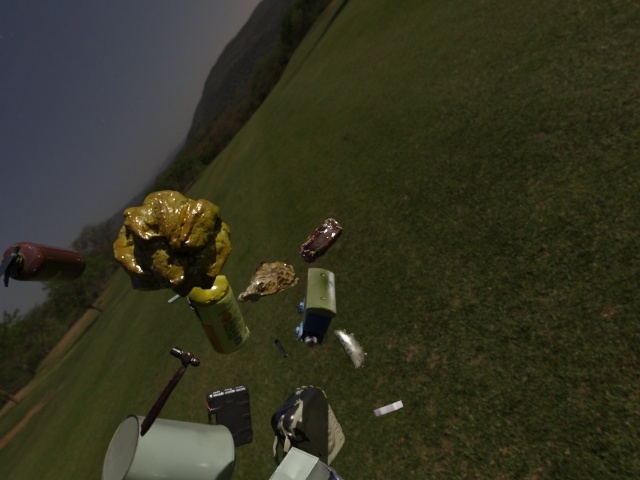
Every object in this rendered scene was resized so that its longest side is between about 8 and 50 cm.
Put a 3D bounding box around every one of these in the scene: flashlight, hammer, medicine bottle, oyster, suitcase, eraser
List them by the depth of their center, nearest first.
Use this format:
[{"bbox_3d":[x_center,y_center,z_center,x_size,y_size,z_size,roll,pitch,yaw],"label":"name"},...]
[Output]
[{"bbox_3d":[-0.306,0.298,0.827,0.178,0.065,0.021,-60,-13,-7],"label":"hammer"},{"bbox_3d":[-0.289,0.205,1.189,0.124,0.238,0.124,-9,36,6],"label":"medicine bottle"},{"bbox_3d":[0.263,0.654,1.631,0.105,0.065,0.026,-32,68,26],"label":"eraser"},{"bbox_3d":[-0.189,0.146,1.642,0.204,0.110,0.396,-16,11,4],"label":"oyster"},{"bbox_3d":[-0.161,0.439,1.707,0.018,0.018,0.083,-42,57,5],"label":"flashlight"},{"bbox_3d":[-0.061,0.873,1.871,0.194,0.351,0.339,-19,10,40],"label":"suitcase"},{"bbox_3d":[-0.439,0.857,2.030,0.066,0.207,0.285,-179,85,-67],"label":"suitcase"}]

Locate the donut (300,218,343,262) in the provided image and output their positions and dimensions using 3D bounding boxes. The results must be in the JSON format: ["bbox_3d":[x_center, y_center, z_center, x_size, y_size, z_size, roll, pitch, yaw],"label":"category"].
[{"bbox_3d":[0.000,0.000,2.076,0.270,0.103,0.269,-43,7,7],"label":"donut"}]

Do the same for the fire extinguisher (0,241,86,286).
[{"bbox_3d":[-0.843,0.076,1.261,0.337,0.115,0.135,121,161,-82],"label":"fire extinguisher"}]

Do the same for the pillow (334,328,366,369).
[{"bbox_3d":[0.162,0.539,2.133,0.093,0.051,0.241,-26,58,-15],"label":"pillow"}]

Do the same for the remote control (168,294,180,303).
[{"bbox_3d":[-0.511,0.196,1.569,0.124,0.017,0.053,-35,2,-9],"label":"remote control"}]

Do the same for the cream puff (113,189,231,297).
[{"bbox_3d":[-0.305,0.014,0.889,0.244,0.244,0.196,-26,51,49],"label":"cream puff"}]

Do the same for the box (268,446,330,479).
[{"bbox_3d":[-0.092,0.763,1.272,0.130,0.086,0.225,-7,31,48],"label":"box"}]

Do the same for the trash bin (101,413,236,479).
[{"bbox_3d":[-0.521,0.797,1.527,0.280,0.432,0.280,-30,44,35],"label":"trash bin"}]

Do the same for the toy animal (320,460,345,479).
[{"bbox_3d":[0.122,0.941,1.451,0.081,0.366,0.206,-19,-5,-40],"label":"toy animal"}]

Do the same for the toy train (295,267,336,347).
[{"bbox_3d":[-0.013,0.256,1.600,0.299,0.131,0.201,-91,18,-63],"label":"toy train"}]
